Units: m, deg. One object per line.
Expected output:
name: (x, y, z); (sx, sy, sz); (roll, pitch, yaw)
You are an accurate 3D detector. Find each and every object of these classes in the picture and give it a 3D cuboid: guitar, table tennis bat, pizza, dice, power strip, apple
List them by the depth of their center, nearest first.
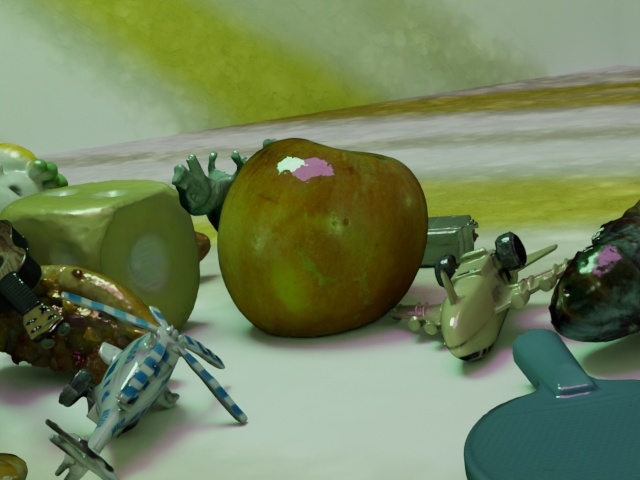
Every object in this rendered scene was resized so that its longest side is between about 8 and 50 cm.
table tennis bat: (0.201, 0.133, 0.845); (0.215, 0.044, 0.329); (-9, 14, -4)
guitar: (-0.283, 0.048, 1.106); (0.084, 0.038, 0.271); (-47, 33, -9)
pizza: (-0.251, 0.084, 1.167); (0.246, 0.127, 0.058); (18, 26, 27)
apple: (0.000, 0.000, 1.268); (0.237, 0.207, 0.237); (11, 9, -2)
dice: (-0.246, 0.028, 1.290); (0.169, 0.166, 0.169); (1, 14, 33)
power strip: (0.068, 0.005, 1.495); (0.272, 0.052, 0.078); (-4, 12, 17)

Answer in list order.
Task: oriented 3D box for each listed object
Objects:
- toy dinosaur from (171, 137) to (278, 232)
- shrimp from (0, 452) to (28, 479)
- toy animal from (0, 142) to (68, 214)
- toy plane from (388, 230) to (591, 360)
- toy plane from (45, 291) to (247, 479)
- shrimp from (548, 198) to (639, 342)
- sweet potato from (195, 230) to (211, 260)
toy dinosaur: (-0.082, -0.055, 1.406); (0.076, 0.129, 0.383); (28, -5, 20)
shrimp: (-0.327, 0.192, 0.874); (0.150, 0.051, 0.217); (0, 6, 44)
toy animal: (-0.451, -0.019, 1.484); (0.183, 0.247, 0.310); (34, -10, -28)
toy plane: (0.156, 0.051, 1.144); (0.229, 0.092, 0.244); (-19, 3, 25)
toy plane: (-0.156, 0.141, 0.967); (0.182, 0.107, 0.273); (33, 20, -22)
shrimp: (0.355, 0.024, 1.098); (0.372, 0.137, 0.172); (-22, 61, -33)
sweet potato: (-0.255, 0.027, 1.484); (0.252, 0.097, 0.097); (-13, 13, -20)
